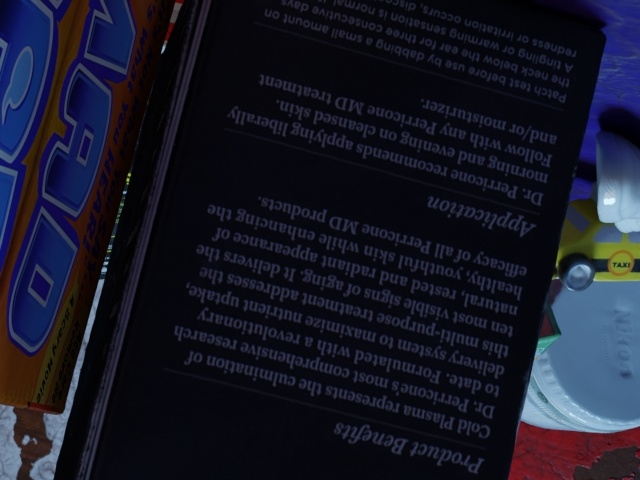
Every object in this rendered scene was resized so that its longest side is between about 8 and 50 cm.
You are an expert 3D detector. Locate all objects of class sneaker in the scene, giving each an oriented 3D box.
[{"bbox_3d":[0.292,-0.051,1.422,0.094,0.080,0.212,0,174,20],"label":"sneaker"}]

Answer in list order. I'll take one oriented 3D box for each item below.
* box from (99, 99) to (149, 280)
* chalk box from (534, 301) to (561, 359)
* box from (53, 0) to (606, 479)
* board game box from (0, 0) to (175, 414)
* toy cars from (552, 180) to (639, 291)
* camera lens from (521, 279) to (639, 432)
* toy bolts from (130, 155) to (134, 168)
[{"bbox_3d":[-0.168,-0.052,1.722,0.322,0.079,0.257,-6,150,20],"label":"box"},{"bbox_3d":[0.137,0.074,1.836,0.179,0.180,0.289,-10,159,-23],"label":"chalk box"},{"bbox_3d":[-0.029,0.062,1.299,0.297,0.471,0.480,16,173,-8],"label":"box"},{"bbox_3d":[-0.324,-0.119,0.982,0.357,0.356,0.356,13,173,12],"label":"board game box"},{"bbox_3d":[0.188,-0.033,1.634,0.394,0.087,0.176,14,-159,25],"label":"toy cars"},{"bbox_3d":[0.326,0.128,2.035,0.219,0.219,0.274,16,172,-9],"label":"camera lens"},{"bbox_3d":[-0.247,-0.140,1.391,0.158,0.228,0.218,-8,156,-15],"label":"toy bolts"}]
